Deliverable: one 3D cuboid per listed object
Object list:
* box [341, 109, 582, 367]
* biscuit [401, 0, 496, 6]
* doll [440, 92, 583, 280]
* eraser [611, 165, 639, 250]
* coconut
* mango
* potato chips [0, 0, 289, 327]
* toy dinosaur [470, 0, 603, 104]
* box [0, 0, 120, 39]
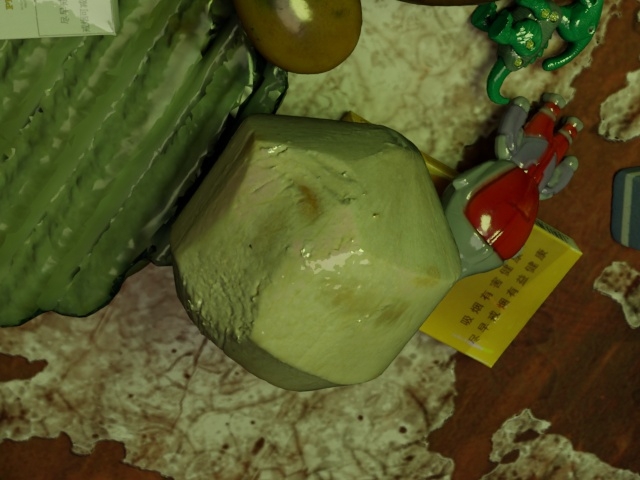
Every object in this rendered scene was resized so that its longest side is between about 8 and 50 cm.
[{"bbox_3d":[0.096,0.004,1.306,0.269,0.043,0.152,29,109,-21],"label":"box"},{"bbox_3d":[0.105,-0.335,1.050,0.332,0.103,0.332,-4,109,-12],"label":"biscuit"},{"bbox_3d":[0.157,-0.034,1.233,0.102,0.075,0.227,44,74,-26],"label":"doll"},{"bbox_3d":[0.393,-0.038,1.325,0.225,0.036,0.082,-7,120,-4],"label":"eraser"},{"bbox_3d":[-0.002,-0.002,1.143,0.241,0.241,0.241,-3,120,-6],"label":"coconut"},{"bbox_3d":[-0.025,-0.213,1.132,0.089,0.111,0.163,-11,103,37],"label":"mango"},{"bbox_3d":[-0.241,-0.099,1.194,0.358,0.070,0.429,32,109,-18],"label":"potato chips"},{"bbox_3d":[0.186,-0.177,1.211,0.096,0.059,0.132,29,105,-27],"label":"toy dinosaur"},{"bbox_3d":[-0.238,-0.201,1.090,0.154,0.040,0.084,-2,117,-1],"label":"box"}]
